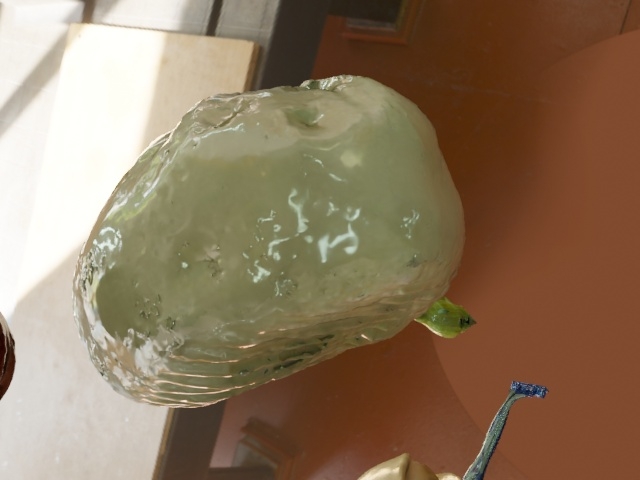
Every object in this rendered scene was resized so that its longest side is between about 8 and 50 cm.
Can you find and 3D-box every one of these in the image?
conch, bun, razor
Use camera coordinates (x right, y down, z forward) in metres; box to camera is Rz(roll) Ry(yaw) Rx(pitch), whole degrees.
[{"bbox_3d":[0.291,0.179,1.320,0.079,0.201,0.095,-36,36,36],"label":"conch"},{"bbox_3d":[-0.052,0.011,0.497,0.234,0.326,0.362,62,155,15],"label":"bun"},{"bbox_3d":[0.405,0.442,1.279,0.093,0.324,0.056,-3,126,54],"label":"razor"}]

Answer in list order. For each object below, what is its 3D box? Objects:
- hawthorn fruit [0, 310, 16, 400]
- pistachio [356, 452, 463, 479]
[{"bbox_3d":[-0.304,0.062,0.344,0.203,0.162,0.162,36,107,-1],"label":"hawthorn fruit"},{"bbox_3d":[0.098,0.422,0.726,0.229,0.238,0.321,17,129,3],"label":"pistachio"}]
